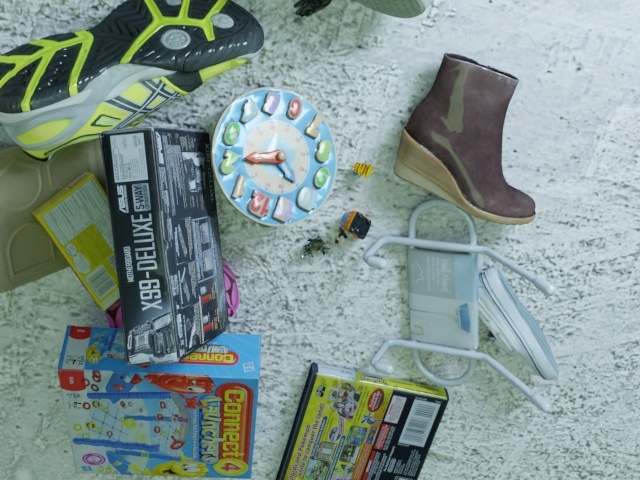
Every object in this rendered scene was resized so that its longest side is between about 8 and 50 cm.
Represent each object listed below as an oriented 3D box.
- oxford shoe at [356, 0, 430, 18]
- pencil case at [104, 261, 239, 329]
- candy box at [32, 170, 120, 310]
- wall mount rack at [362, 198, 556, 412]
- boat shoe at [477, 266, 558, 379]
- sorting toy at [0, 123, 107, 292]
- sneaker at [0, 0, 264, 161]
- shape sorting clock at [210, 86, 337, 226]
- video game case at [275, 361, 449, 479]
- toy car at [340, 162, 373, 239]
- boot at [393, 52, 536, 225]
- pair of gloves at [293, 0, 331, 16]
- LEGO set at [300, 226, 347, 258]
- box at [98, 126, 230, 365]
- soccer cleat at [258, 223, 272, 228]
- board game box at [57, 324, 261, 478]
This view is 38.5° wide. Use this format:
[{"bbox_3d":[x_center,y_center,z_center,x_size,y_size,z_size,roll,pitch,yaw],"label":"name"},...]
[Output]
[{"bbox_3d":[-0.011,-0.461,1.184,0.449,0.169,0.130,38,71,-20],"label":"oxford shoe"},{"bbox_3d":[-0.235,0.106,1.462,0.209,0.095,0.098,-19,81,10],"label":"pencil case"},{"bbox_3d":[-0.343,0.003,1.395,0.105,0.027,0.206,-44,133,-23],"label":"candy box"},{"bbox_3d":[0.224,0.120,1.435,0.304,0.130,0.350,7,119,24],"label":"wall mount rack"},{"bbox_3d":[0.316,0.147,1.534,0.076,0.083,0.226,-29,102,22],"label":"boat shoe"},{"bbox_3d":[-0.408,-0.095,1.339,0.229,0.041,0.307,-22,123,-37],"label":"sorting toy"},{"bbox_3d":[-0.262,-0.231,1.273,0.385,0.145,0.147,-20,148,-14],"label":"sneaker"},{"bbox_3d":[-0.063,-0.123,1.340,0.206,0.040,0.206,0,91,-29],"label":"shape sorting clock"},{"bbox_3d":[0.070,0.358,1.639,0.248,0.035,0.275,12,115,-9],"label":"video game case"},{"bbox_3d":[0.061,-0.064,1.444,0.040,0.060,0.122,20,100,35],"label":"toy car"},{"bbox_3d":[0.251,-0.146,1.372,0.248,0.090,0.207,22,115,-9],"label":"boot"},{"bbox_3d":[-0.019,-0.363,1.298,0.074,0.010,0.083,-33,116,11],"label":"pair of gloves"},{"bbox_3d":[0.002,0.001,1.469,0.083,0.023,0.054,-20,147,-12],"label":"LEGO set"},{"bbox_3d":[-0.208,-0.002,1.279,0.076,0.242,0.307,-5,95,11],"label":"box"},{"bbox_3d":[-0.091,-0.111,1.379,0.068,0.076,0.196,-10,116,2],"label":"soccer cleat"},{"bbox_3d":[-0.255,0.272,1.497,0.302,0.086,0.308,3,136,-4],"label":"board game box"}]
